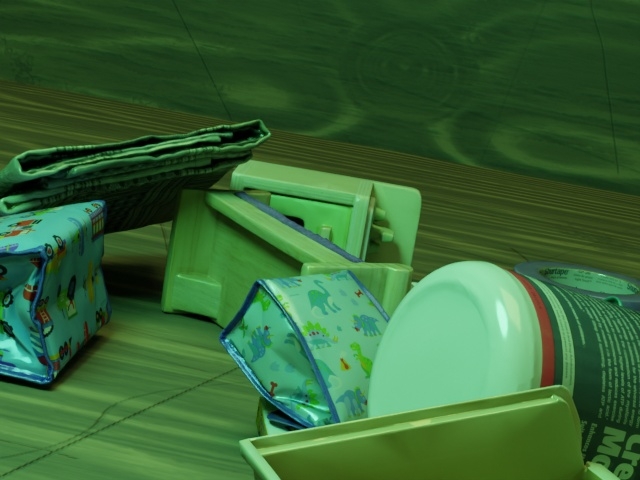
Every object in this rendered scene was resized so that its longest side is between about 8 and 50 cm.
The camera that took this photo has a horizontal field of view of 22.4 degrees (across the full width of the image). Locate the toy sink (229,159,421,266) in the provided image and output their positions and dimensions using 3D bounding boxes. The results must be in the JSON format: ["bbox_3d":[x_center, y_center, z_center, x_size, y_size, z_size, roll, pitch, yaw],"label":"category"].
[{"bbox_3d":[0.000,0.000,1.994,0.234,0.152,0.131,11,11,2],"label":"toy sink"}]

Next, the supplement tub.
[{"bbox_3d":[0.192,0.136,1.285,0.272,0.191,0.191,17,6,-30],"label":"supplement tub"}]

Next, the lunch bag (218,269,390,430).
[{"bbox_3d":[0.009,0.108,1.407,0.129,0.096,0.151,-8,48,-48],"label":"lunch bag"}]

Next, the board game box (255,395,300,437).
[{"bbox_3d":[0.015,0.185,1.359,0.124,0.039,0.259,5,11,-8],"label":"board game box"}]

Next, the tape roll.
[{"bbox_3d":[0.327,0.087,2.010,0.189,0.080,0.189,10,11,-2],"label":"tape roll"}]

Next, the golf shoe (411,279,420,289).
[{"bbox_3d":[0.129,0.095,1.818,0.198,0.077,0.094,10,11,10],"label":"golf shoe"}]

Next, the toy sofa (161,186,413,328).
[{"bbox_3d":[-0.021,0.053,1.714,0.177,0.150,0.362,2,13,-27],"label":"toy sofa"}]

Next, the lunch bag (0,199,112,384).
[{"bbox_3d":[-0.376,0.042,1.589,0.293,0.138,0.221,1,13,7],"label":"lunch bag"}]

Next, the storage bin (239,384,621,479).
[{"bbox_3d":[0.112,0.202,1.009,0.260,0.123,0.262,-9,15,-16],"label":"storage bin"}]

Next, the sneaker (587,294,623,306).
[{"bbox_3d":[0.320,0.116,1.781,0.275,0.110,0.107,1,14,-40],"label":"sneaker"}]

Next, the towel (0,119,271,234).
[{"bbox_3d":[-0.250,-0.046,1.839,0.312,0.056,0.324,-10,-12,-29],"label":"towel"}]
